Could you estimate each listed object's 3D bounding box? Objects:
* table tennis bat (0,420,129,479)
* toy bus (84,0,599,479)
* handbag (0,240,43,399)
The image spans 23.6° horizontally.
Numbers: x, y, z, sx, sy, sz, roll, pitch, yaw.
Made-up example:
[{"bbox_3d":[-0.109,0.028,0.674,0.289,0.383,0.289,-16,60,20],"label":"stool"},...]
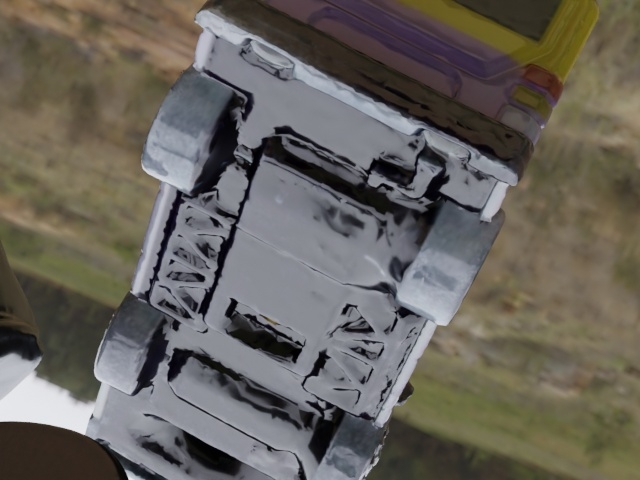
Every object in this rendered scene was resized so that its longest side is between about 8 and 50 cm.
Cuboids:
[{"bbox_3d":[-0.199,0.129,0.739,0.236,0.027,0.150,9,-144,28],"label":"table tennis bat"},{"bbox_3d":[0.000,0.000,1.048,0.209,0.440,0.249,27,-135,5],"label":"toy bus"},{"bbox_3d":[-0.296,-0.010,1.036,0.178,0.275,0.302,-13,-107,-55],"label":"handbag"}]
